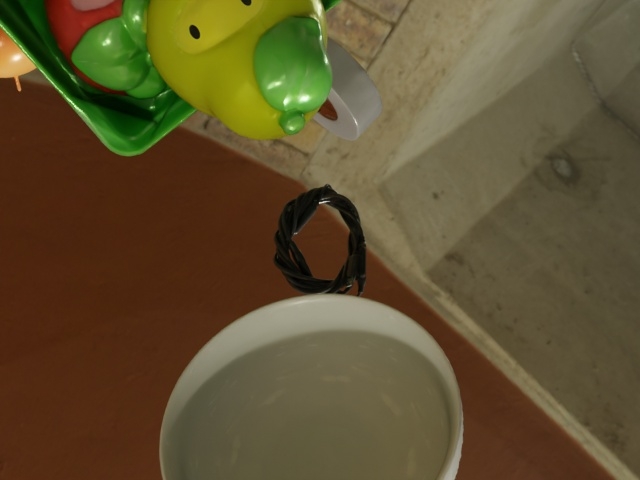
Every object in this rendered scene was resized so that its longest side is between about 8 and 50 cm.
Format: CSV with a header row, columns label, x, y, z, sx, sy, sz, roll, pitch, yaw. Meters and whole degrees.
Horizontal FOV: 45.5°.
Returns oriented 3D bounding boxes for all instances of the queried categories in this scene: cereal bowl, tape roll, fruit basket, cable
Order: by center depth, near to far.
label,x,y,z,sx,sy,sz,roll,pitch,yaw
fruit basket,-0.123,-0.254,0.770,0.283,0.392,0.392,52,-145,-27
cereal bowl,-0.005,0.232,0.877,0.339,0.141,0.339,-6,-134,6
cable,0.000,0.000,1.149,0.150,0.047,0.184,10,-112,-21
tape roll,0.013,-0.291,1.437,0.219,0.219,0.072,42,-99,8

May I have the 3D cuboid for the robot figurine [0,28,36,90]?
label,x,y,z,sx,sy,sz,roll,pitch,yaw
robot figurine,-0.462,-0.325,1.074,0.219,0.158,0.128,63,-177,-6
